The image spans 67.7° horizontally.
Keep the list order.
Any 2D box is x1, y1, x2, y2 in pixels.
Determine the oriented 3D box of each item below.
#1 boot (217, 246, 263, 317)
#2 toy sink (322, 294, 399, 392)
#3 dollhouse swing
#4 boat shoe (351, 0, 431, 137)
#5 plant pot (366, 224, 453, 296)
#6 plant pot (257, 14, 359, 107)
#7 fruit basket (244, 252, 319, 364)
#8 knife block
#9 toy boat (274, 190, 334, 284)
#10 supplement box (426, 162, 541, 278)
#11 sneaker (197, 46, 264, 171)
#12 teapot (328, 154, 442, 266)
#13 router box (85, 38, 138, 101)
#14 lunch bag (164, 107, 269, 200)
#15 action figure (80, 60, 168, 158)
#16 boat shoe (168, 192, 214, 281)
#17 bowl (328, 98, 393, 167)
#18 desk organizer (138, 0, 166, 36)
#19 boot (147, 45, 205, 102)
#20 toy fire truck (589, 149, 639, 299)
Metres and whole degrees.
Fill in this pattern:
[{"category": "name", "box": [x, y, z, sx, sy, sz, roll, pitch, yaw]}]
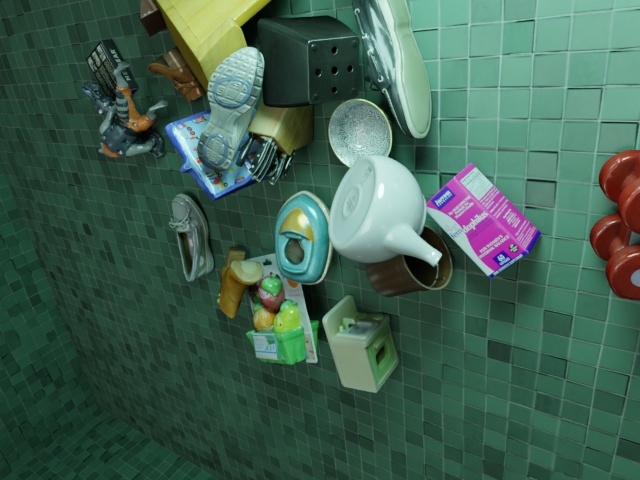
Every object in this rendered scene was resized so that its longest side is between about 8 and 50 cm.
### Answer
[{"category": "boot", "box": [-0.265, 0.159, 1.543, 0.295, 0.104, 0.211, -141, 60, -63]}, {"category": "toy sink", "box": [0.125, 0.294, 1.388, 0.131, 0.153, 0.234, -3, 111, 38]}, {"category": "dollhouse swing", "box": [-0.216, -0.563, 1.175, 0.347, 0.305, 0.315, 55, 173, 23]}, {"category": "boat shoe", "box": [0.143, -0.377, 1.016, 0.113, 0.127, 0.340, -8, 107, 41]}, {"category": "plant pot", "box": [0.213, 0.064, 1.196, 0.167, 0.167, 0.165, 56, 142, -2]}, {"category": "plant pot", "box": [-0.012, -0.385, 1.052, 0.167, 0.188, 0.187, 37, 136, 48]}, {"category": "fruit basket", "box": [-0.152, 0.223, 1.549, 0.327, 0.165, 0.353, -11, 97, 50]}, {"category": "knife block", "box": [-0.118, -0.286, 1.185, 0.088, 0.242, 0.275, 19, 124, 28]}, {"category": "toy boat", "box": [0.000, 0.000, 1.302, 0.318, 0.148, 0.267, 5, 101, 30]}, {"category": "supplement box", "box": [0.354, -0.045, 1.051, 0.220, 0.114, 0.111, 48, 134, 8]}, {"category": "sneaker", "box": [-0.206, -0.311, 1.114, 0.111, 0.129, 0.297, 27, 121, -6]}, {"category": "teapot", "box": [0.144, -0.057, 1.055, 0.187, 0.256, 0.252, 18, 159, -22]}, {"category": "router box", "box": [-0.706, -0.564, 1.613, 0.133, 0.046, 0.179, -19, 102, 42]}, {"category": "lunch bag", "box": [-0.268, -0.239, 1.291, 0.138, 0.293, 0.221, -28, 96, 43]}, {"category": "action figure", "box": [-0.665, -0.406, 1.547, 0.341, 0.178, 0.330, 37, 130, -4]}, {"category": "boat shoe", "box": [-0.469, -0.009, 1.704, 0.118, 0.103, 0.320, 12, 121, 32]}, {"category": "bowl", "box": [0.111, -0.258, 1.137, 0.170, 0.080, 0.170, 18, 123, 29]}, {"category": "desk organizer", "box": [-0.436, -0.572, 1.217, 0.047, 0.050, 0.130, 60, 173, -8]}, {"category": "boot", "box": [-0.434, -0.485, 1.437, 0.197, 0.073, 0.152, 10, 139, 53]}, {"category": "toy fire truck", "box": [0.634, -0.025, 0.829, 0.254, 0.169, 0.302, 1, 117, 16]}]
